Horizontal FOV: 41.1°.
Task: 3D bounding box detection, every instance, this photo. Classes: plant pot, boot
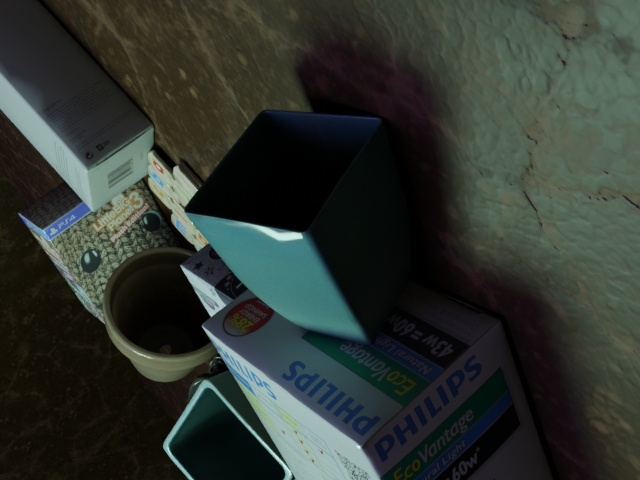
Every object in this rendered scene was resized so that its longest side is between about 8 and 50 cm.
[{"bbox_3d":[-0.320,0.180,1.771,0.263,0.263,0.229,44,147,16],"label":"plant pot"},{"bbox_3d":[0.000,0.000,0.954,0.166,0.165,0.234,10,143,35],"label":"plant pot"},{"bbox_3d":[-0.115,0.386,1.732,0.248,0.252,0.247,44,127,15],"label":"plant pot"},{"bbox_3d":[-0.235,0.283,1.935,0.263,0.091,0.228,75,-171,-58],"label":"boot"}]

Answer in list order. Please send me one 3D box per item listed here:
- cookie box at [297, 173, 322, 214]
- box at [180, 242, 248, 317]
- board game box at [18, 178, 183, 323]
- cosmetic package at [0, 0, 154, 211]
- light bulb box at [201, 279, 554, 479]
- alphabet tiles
[{"bbox_3d":[-0.016,-0.059,1.097,0.091,0.040,0.107,56,159,-18],"label":"cookie box"},{"bbox_3d":[-0.085,0.092,1.355,0.247,0.142,0.163,25,148,48],"label":"box"},{"bbox_3d":[-0.452,0.000,1.829,0.141,0.232,0.291,25,148,48],"label":"board game box"},{"bbox_3d":[-0.478,-0.255,1.553,0.365,0.155,0.197,48,159,7],"label":"cosmetic package"},{"bbox_3d":[0.082,0.232,1.133,0.358,0.225,0.361,26,148,49],"label":"light bulb box"},{"bbox_3d":[-0.224,-0.039,1.590,0.278,0.021,0.284,46,159,7],"label":"alphabet tiles"}]
